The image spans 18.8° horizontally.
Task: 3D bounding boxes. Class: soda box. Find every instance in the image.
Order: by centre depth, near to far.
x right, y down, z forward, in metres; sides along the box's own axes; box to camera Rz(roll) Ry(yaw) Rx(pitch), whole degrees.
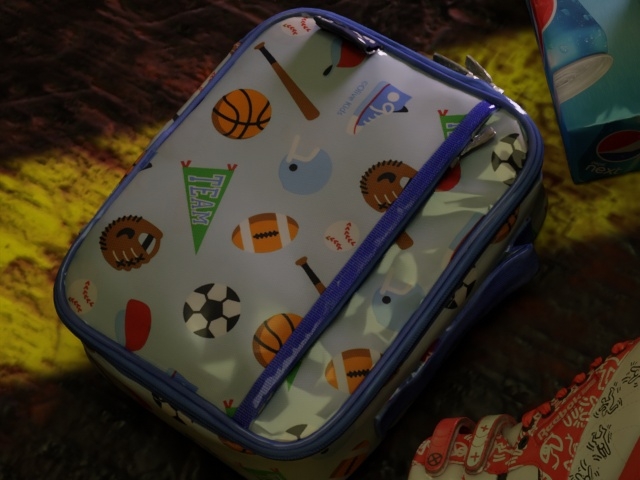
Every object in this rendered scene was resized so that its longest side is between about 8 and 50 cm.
[{"bbox_3d":[0.181,-0.146,1.302,0.071,0.067,0.210,-12,57,5],"label":"soda box"}]

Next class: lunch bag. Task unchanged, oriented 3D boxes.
[{"bbox_3d":[0.000,0.000,1.229,0.243,0.115,0.303,31,71,24],"label":"lunch bag"}]

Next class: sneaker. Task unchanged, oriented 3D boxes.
[{"bbox_3d":[0.138,0.111,1.100,0.145,0.090,0.270,27,94,31],"label":"sneaker"}]
